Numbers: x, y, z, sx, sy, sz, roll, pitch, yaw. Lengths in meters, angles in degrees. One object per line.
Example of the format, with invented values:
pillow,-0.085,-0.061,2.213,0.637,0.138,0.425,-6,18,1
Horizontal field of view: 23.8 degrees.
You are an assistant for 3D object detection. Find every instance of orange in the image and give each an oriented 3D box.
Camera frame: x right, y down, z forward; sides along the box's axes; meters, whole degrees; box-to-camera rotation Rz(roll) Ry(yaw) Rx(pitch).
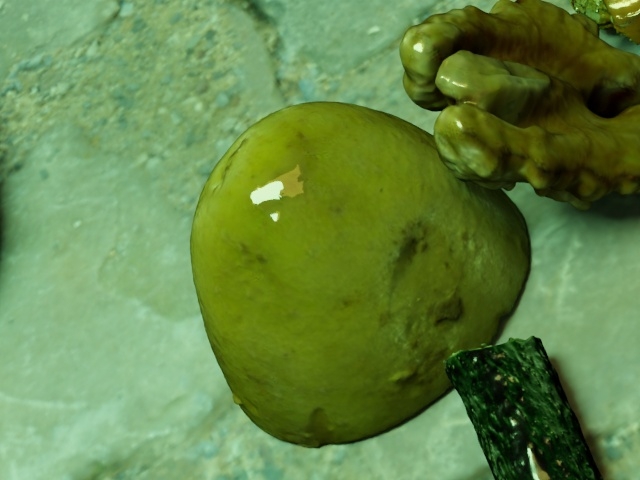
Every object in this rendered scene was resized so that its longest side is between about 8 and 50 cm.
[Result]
orange,0.196,-0.158,0.924,0.086,0.062,0.086,-13,66,31

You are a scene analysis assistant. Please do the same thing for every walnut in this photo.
walnut,0.121,-0.075,0.866,0.069,0.170,0.143,-58,41,41

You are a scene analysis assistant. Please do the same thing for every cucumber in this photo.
cucumber,0.121,0.140,0.779,0.058,0.052,0.215,-46,46,32

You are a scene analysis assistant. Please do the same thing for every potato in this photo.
potato,0.000,0.000,0.866,0.203,0.158,0.178,-29,51,12
